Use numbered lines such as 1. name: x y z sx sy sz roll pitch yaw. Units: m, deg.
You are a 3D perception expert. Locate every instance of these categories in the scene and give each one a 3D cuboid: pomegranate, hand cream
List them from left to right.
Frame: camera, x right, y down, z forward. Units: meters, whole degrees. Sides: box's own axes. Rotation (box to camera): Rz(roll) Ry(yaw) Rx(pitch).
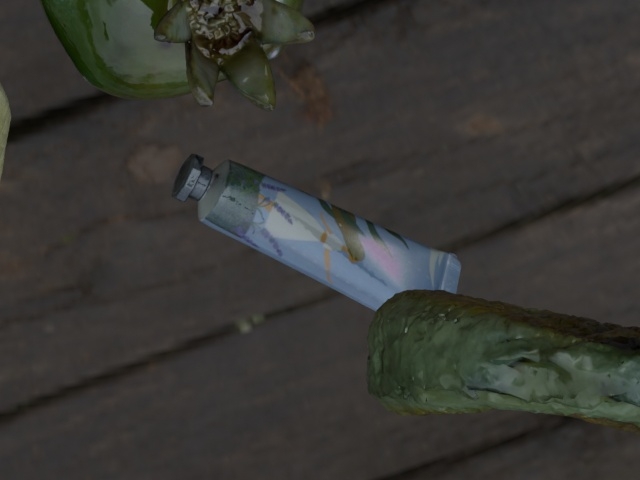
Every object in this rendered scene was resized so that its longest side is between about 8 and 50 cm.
1. pomegranate: -0.076 -0.139 1.099 0.152 0.191 0.131 -17 116 -10
2. hand cream: 0.000 0.000 1.613 0.256 0.088 0.055 27 144 -18

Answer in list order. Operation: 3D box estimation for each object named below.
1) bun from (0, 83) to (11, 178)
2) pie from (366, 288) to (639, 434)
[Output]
1. bun: -0.313 -0.034 1.461 0.145 0.229 0.229 8 122 0
2. pie: 0.168 0.066 0.958 0.303 0.302 0.066 7 87 -17
